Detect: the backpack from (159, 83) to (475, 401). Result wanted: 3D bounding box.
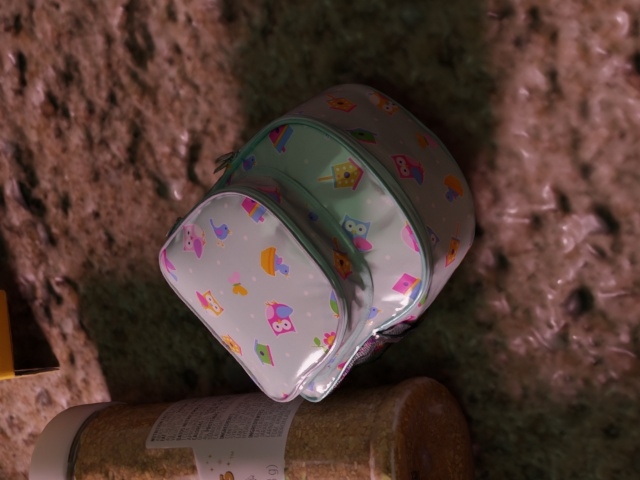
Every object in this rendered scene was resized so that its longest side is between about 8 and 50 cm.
[{"bbox_3d":[0.000,0.000,0.733,0.166,0.144,0.188,49,125,9],"label":"backpack"}]

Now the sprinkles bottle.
[{"bbox_3d":[-0.063,0.175,0.868,0.355,0.121,0.121,-10,107,34],"label":"sprinkles bottle"}]

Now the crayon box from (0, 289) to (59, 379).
[{"bbox_3d":[-0.410,0.096,0.943,0.203,0.323,0.083,-9,86,34],"label":"crayon box"}]
